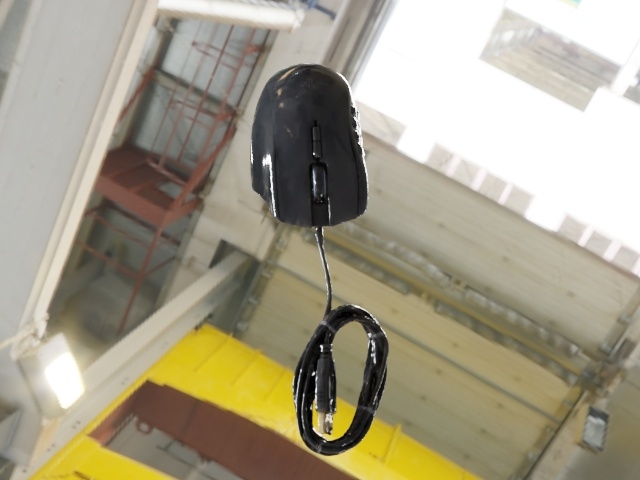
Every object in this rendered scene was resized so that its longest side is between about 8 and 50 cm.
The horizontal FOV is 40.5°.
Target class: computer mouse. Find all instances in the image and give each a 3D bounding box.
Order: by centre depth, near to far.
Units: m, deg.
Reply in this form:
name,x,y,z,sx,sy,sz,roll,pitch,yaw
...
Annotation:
name,x,y,z,sx,sy,sz,roll,pitch,yaw
computer mouse,0.000,0.000,0.502,0.071,0.041,0.242,-5,-110,-7
